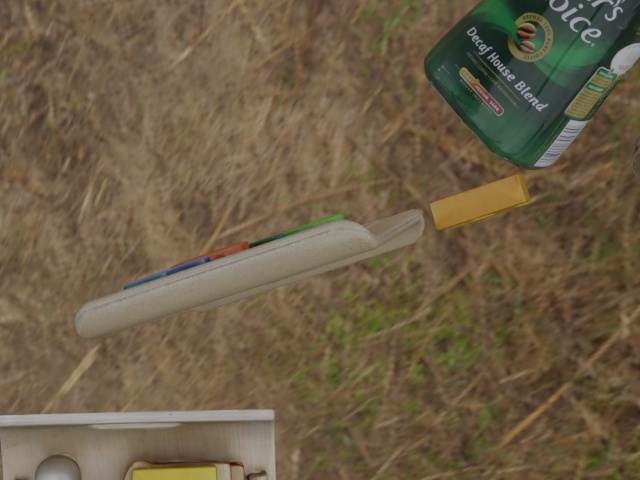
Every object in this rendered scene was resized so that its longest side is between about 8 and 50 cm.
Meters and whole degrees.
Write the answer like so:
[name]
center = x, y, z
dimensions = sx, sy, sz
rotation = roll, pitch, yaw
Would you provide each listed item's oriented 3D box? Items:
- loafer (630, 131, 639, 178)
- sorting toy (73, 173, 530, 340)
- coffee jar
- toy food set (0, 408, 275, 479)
[loafer]
center = 0.262, -0.061, 1.153
dimensions = 0.056, 0.148, 0.050
rotation = 20, 98, 2
[sorting toy]
center = 0.000, 0.000, 1.098
dimensions = 0.307, 0.229, 0.041
rotation = -18, 88, 14
[coffee jar]
center = 0.149, -0.134, 0.880
dimensions = 0.096, 0.184, 0.079
rotation = 51, 26, 20
[toy food set]
center = -0.139, 0.282, 1.225
dimensions = 0.219, 0.092, 0.306
rotation = -2, 96, -3
